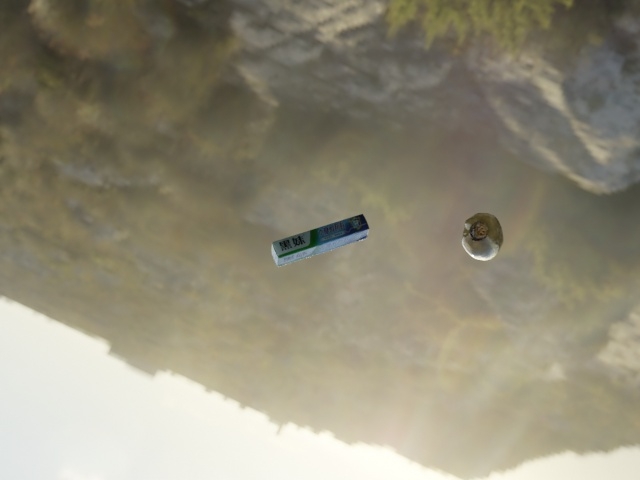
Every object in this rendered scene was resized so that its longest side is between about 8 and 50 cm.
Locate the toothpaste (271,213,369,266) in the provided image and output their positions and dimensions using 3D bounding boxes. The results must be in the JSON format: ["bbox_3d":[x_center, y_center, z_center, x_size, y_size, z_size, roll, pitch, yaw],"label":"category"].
[{"bbox_3d":[0.000,0.000,1.129,0.020,0.083,0.017,100,150,-66],"label":"toothpaste"}]

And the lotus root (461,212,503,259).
[{"bbox_3d":[0.253,-0.006,2.075,0.062,0.073,0.150,15,176,14],"label":"lotus root"}]
